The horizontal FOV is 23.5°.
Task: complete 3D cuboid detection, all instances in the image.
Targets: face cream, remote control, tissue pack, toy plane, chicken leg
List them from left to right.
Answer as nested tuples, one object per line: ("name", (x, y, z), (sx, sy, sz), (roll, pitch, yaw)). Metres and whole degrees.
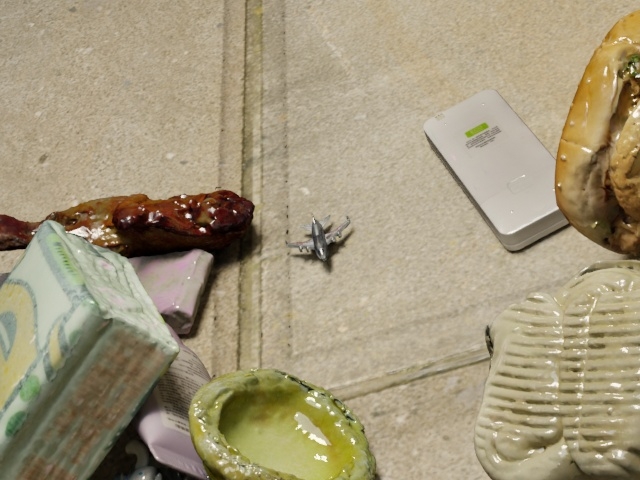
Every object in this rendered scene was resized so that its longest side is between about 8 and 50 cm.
("tissue pack", (-0.293, 0.161, 1.544), (0.311, 0.128, 0.228), (-56, 28, 7))
("chicken leg", (-0.234, -0.015, 1.809), (0.322, 0.083, 0.177), (-4, 0, 22))
("face cream", (-0.143, 0.176, 1.557), (0.096, 0.154, 0.274), (-55, 32, 7))
("toy plane", (0.000, 0.000, 1.740), (0.078, 0.031, 0.083), (-22, 39, 6))
("remote control", (0.202, -0.084, 1.719), (0.103, 0.034, 0.250), (-28, 39, -2))

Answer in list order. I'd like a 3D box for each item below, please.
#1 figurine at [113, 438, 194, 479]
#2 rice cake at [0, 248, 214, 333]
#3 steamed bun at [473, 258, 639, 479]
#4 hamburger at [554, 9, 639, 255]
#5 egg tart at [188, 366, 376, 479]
("figurine", (-0.171, 0.250, 1.517), (0.086, 0.082, 0.094), (32, 76, 21))
("rice cake", (-0.268, 0.073, 1.794), (0.298, 0.050, 0.106), (-7, 42, 22))
("steamed bun", (0.254, 0.133, 1.368), (0.211, 0.144, 0.218), (-6, 71, 40))
("hamburger", (0.339, -0.109, 1.509), (0.146, 0.243, 0.286), (13, 38, 41))
("egg tart", (-0.045, 0.199, 1.454), (0.078, 0.197, 0.197), (-59, 29, 27))
